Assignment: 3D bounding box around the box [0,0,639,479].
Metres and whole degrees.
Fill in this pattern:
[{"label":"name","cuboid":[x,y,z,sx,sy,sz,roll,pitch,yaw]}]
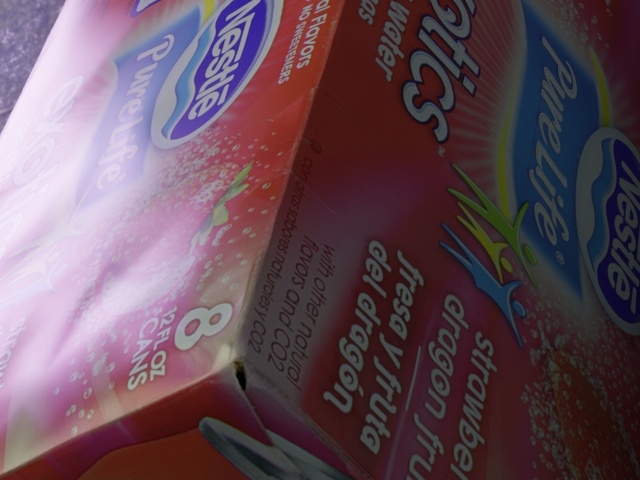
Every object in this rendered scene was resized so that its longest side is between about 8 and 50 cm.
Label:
[{"label":"box","cuboid":[0.000,0.000,0.468,0.128,0.122,0.257,-28,29,32]}]
